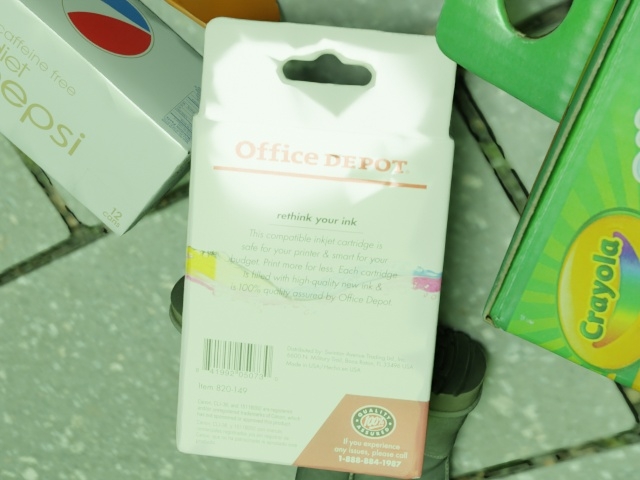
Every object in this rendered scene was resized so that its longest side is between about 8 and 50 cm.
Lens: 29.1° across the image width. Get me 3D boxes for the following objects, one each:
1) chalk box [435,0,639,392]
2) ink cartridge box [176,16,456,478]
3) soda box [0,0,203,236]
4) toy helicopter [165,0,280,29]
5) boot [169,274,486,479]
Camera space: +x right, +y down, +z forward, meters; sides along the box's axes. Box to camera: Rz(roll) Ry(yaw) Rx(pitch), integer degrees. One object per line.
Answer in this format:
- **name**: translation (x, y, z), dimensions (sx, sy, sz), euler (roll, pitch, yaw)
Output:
- **chalk box**: translation (0.177, -0.046, 0.433), dimensions (0.288, 0.179, 0.180), euler (24, 126, 10)
- **ink cartridge box**: translation (0.000, 0.000, 0.565), dimensions (0.115, 0.067, 0.198), euler (6, 103, 4)
- **soda box**: translation (-0.148, -0.107, 0.614), dimensions (0.216, 0.069, 0.074), euler (42, 127, -3)
- **toy helicopter**: translation (-0.093, -0.223, 0.506), dimensions (0.355, 0.140, 0.235), euler (37, 137, 13)
- **boot**: translation (-0.004, 0.126, 0.699), dimensions (0.189, 0.076, 0.209), euler (22, 133, 14)
